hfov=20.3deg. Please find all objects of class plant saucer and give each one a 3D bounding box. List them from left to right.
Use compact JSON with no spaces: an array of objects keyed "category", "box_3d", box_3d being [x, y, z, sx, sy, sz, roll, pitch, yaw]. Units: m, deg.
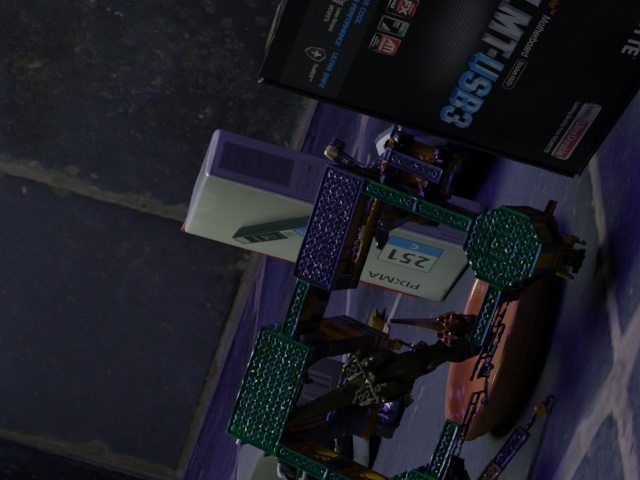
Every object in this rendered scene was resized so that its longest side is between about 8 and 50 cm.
[{"category":"plant saucer","box_3d":[0.159,0.083,1.578,0.200,0.037,0.200,-163,90,-83]}]

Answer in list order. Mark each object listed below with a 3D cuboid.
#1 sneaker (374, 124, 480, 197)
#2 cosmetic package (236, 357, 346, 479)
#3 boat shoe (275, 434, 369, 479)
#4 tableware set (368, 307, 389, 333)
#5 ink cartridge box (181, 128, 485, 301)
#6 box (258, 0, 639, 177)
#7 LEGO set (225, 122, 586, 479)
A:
[{"category":"sneaker","box_3d":[0.133,-0.078,1.974,0.319,0.112,0.131,128,140,-79]},{"category":"cosmetic package","box_3d":[-0.041,0.275,2.458,0.127,0.107,0.238,-86,17,-48]},{"category":"boat shoe","box_3d":[-0.011,0.262,2.220,0.302,0.091,0.114,117,153,-68]},{"category":"tableware set","box_3d":[0.052,0.165,2.290,0.104,0.024,0.154,-113,39,-80]},{"category":"ink cartridge box","box_3d":[0.000,0.000,1.954,0.261,0.296,0.066,118,166,-62]},{"category":"box","box_3d":[0.124,-0.189,1.426,0.295,0.293,0.073,118,168,-57]},{"category":"LEGO set","box_3d":[0.083,0.078,1.473,0.192,0.255,0.331,-3,-75,-65]}]
